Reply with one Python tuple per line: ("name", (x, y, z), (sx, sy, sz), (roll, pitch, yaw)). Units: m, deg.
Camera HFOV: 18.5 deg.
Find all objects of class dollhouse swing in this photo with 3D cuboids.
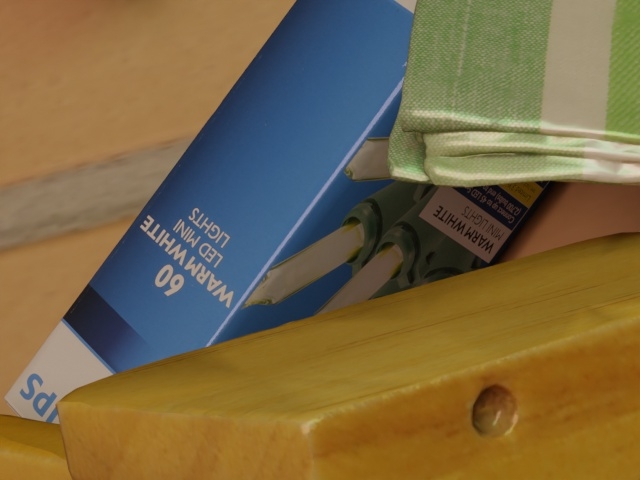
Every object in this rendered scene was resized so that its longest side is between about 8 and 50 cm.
("dollhouse swing", (0.034, 0.184, 0.717), (0.305, 0.315, 0.347), (9, 112, 64))

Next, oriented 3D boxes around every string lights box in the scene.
("string lights box", (0.000, 0.000, 0.826), (0.077, 0.133, 0.260), (39, 95, 37))

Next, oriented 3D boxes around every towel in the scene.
("towel", (0.201, -0.097, 0.713), (0.324, 0.038, 0.248), (7, 52, 9))
